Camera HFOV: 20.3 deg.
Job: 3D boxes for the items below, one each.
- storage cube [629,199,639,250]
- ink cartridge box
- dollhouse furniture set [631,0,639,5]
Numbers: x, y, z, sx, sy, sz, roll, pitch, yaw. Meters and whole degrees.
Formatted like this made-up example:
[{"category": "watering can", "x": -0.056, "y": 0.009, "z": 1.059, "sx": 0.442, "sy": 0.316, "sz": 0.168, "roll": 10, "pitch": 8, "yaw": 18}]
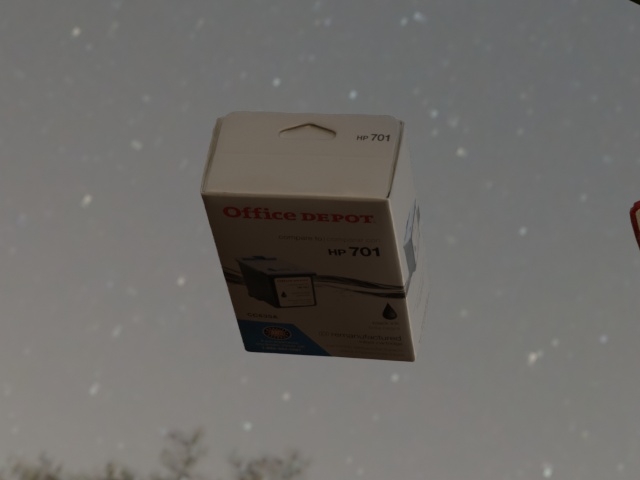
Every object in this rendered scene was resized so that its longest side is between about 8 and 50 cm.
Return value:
[{"category": "storage cube", "x": 0.285, "y": 0.058, "z": 0.936, "sx": 0.215, "sy": 0.184, "sz": 0.193, "roll": -16, "pitch": -15, "yaw": 16}, {"category": "ink cartridge box", "x": 0.000, "y": 0.000, "z": 1.314, "sx": 0.139, "sy": 0.082, "sz": 0.191, "roll": 2, "pitch": -38, "yaw": 13}, {"category": "dollhouse furniture set", "x": 0.226, "y": -0.263, "z": 1.152, "sx": 0.151, "sy": 0.301, "sz": 0.197, "roll": 26, "pitch": -74, "yaw": 16}]
